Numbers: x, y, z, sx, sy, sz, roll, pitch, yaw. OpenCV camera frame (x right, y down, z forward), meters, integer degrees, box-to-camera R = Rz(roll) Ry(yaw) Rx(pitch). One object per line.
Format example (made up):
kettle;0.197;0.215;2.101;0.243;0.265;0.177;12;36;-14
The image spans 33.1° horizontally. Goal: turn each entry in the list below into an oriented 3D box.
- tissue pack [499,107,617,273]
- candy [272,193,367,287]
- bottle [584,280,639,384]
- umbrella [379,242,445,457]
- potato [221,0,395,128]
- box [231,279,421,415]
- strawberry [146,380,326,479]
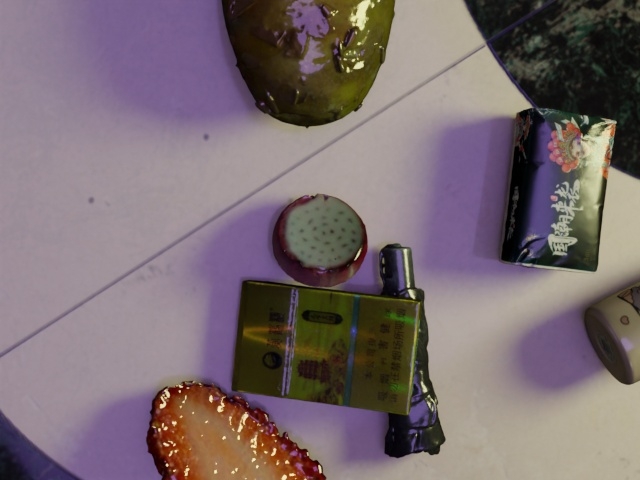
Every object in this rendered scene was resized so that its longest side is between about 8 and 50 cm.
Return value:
tissue pack;0.255;-0.053;1.168;0.103;0.090;0.170;6;93;-10
candy;0.000;0.000;1.146;0.103;0.043;0.103;4;65;-7
bottle;0.402;0.068;1.195;0.209;0.097;0.110;-26;53;-6
umbrella;0.095;0.120;1.177;0.066;0.059;0.235;-6;92;-27
potato;-0.014;-0.264;1.099;0.176;0.141;0.298;-6;94;-16
box;0.006;0.112;1.150;0.193;0.030;0.121;6;92;11
strawberry;-0.092;0.246;1.159;0.167;0.087;0.208;-20;69;-25
